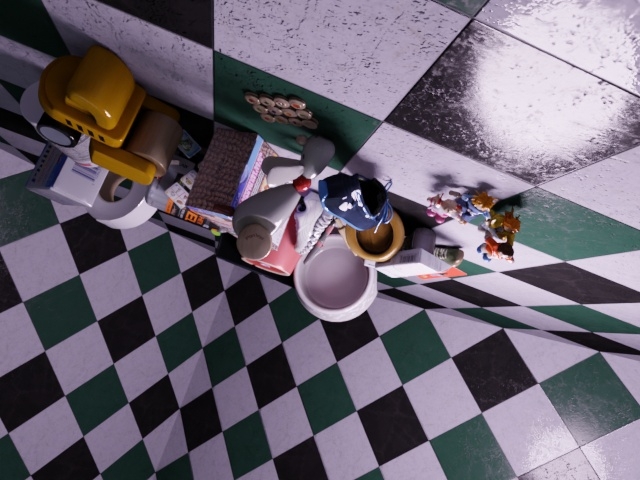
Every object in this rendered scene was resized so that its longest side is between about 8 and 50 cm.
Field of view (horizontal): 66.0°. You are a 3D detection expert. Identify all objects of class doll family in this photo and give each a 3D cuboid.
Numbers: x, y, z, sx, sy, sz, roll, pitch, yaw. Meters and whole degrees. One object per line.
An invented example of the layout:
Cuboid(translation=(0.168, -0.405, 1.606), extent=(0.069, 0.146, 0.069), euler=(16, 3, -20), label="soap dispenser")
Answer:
Cuboid(translation=(0.387, -0.057, 1.187), extent=(0.263, 0.118, 0.163), euler=(37, 174, 0), label="doll family")

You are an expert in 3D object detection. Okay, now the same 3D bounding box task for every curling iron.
Cuboid(translation=(0.000, 0.000, 1.786), extent=(0.035, 0.068, 0.274), euler=(23, 130, -8), label="curling iron")

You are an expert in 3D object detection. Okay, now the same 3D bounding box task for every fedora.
Cuboid(translation=(0.170, -0.032, 1.523), extent=(0.195, 0.194, 0.079), euler=(18, -155, 5), label="fedora")

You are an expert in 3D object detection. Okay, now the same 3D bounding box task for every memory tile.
Cuboid(translation=(-0.084, -0.282, 1.073), extent=(0.148, 0.012, 0.113), euler=(13, 167, 24), label="memory tile")

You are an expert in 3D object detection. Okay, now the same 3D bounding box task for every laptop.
Cuboid(translation=(-0.274, 0.019, 2.098), extent=(0.382, 0.236, 0.408), euler=(25, 172, -23), label="laptop")

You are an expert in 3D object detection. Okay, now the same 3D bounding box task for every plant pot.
Cuboid(translation=(-0.166, -0.013, 1.844), extent=(0.275, 0.243, 0.275), euler=(18, 169, 4), label="plant pot")

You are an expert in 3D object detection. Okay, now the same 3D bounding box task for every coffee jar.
Cuboid(translation=(0.313, 0.021, 1.613), extent=(0.079, 0.096, 0.184), euler=(13, 167, -2), label="coffee jar")

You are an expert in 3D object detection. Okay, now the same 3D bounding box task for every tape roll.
Cuboid(translation=(-0.731, -0.188, 1.824), extent=(0.286, 0.286, 0.100), euler=(15, 167, 17), label="tape roll")

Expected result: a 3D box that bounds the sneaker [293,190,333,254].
Cuboid(translation=(-0.039, -0.060, 1.653), extent=(0.118, 0.110, 0.292), euler=(29, 139, -4), label="sneaker")

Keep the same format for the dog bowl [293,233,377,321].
Cuboid(translation=(0.055, 0.134, 1.900), extent=(0.349, 0.348, 0.102), euler=(16, 170, 14), label="dog bowl")

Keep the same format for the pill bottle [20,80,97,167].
Cuboid(translation=(-0.729, -0.338, 1.448), extent=(0.161, 0.161, 0.283), euler=(18, 168, 5), label="pill bottle")

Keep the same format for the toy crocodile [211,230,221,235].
Cuboid(translation=(-0.513, -0.123, 2.232), extent=(0.341, 0.105, 0.115), euler=(30, -160, -23), label="toy crocodile")

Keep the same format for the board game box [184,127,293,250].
Cuboid(translation=(-0.202, -0.134, 1.383), extent=(0.141, 0.231, 0.291), euler=(13, 166, 26), label="board game box")

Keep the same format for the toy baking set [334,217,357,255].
Cuboid(translation=(0.154, 0.002, 1.646), extent=(0.197, 0.030, 0.256), euler=(3, 130, 44), label="toy baking set")

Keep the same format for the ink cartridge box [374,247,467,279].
Cuboid(translation=(0.319, 0.099, 1.569), extent=(0.232, 0.066, 0.189), euler=(31, 154, -31), label="ink cartridge box")

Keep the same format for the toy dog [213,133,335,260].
Cuboid(translation=(-0.125, -0.123, 1.162), extent=(0.161, 0.333, 0.220), euler=(34, 173, -17), label="toy dog")

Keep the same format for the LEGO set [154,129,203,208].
Cuboid(translation=(-0.431, -0.237, 1.469), extent=(0.244, 0.182, 0.060), euler=(49, -171, -32), label="LEGO set")

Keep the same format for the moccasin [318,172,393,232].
Cuboid(translation=(0.118, -0.091, 1.232), extent=(0.117, 0.137, 0.342), euler=(-15, 173, 26), label="moccasin")

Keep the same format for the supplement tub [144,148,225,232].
Cuboid(translation=(-0.385, -0.155, 1.632), extent=(0.338, 0.207, 0.207), euler=(21, 168, -15), label="supplement tub")

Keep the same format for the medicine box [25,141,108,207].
Cuboid(translation=(-0.868, -0.267, 1.729), extent=(0.289, 0.263, 0.149), euler=(7, 162, 43), label="medicine box")

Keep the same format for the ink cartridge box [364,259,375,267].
Cuboid(translation=(0.300, 0.082, 1.813), extent=(0.224, 0.045, 0.223), euler=(14, -167, 22), label="ink cartridge box")

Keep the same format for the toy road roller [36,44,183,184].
Cuboid(translation=(-0.484, -0.303, 1.165), extent=(0.330, 0.202, 0.241), euler=(26, 156, -24), label="toy road roller")

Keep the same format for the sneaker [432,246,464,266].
Cuboid(translation=(0.405, 0.053, 1.688), extent=(0.086, 0.064, 0.192), euler=(16, 172, -12), label="sneaker")
